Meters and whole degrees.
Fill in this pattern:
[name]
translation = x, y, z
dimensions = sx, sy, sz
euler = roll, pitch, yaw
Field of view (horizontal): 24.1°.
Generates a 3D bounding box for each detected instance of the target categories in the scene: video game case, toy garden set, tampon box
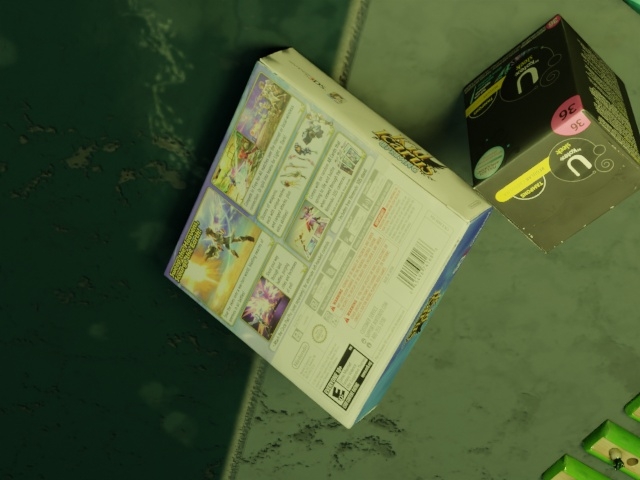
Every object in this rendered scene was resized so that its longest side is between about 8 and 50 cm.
[video game case]
translation = 0.000, 0.000, 1.389
dimensions = 0.244, 0.061, 0.269
euler = 38, 126, 15
[toy garden set]
translation = 0.364, 0.294, 1.690
dimensions = 0.203, 0.049, 0.244
euler = 30, 122, -20
[tampon box]
translation = 0.205, -0.095, 1.326
dimensions = 0.120, 0.161, 0.101
euler = -38, 118, 25

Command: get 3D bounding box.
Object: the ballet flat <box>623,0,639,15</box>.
[ballet flat]
translation = 0.434, -0.152, 1.304
dimensions = 0.409, 0.147, 0.147
euler = 36, 120, -23
